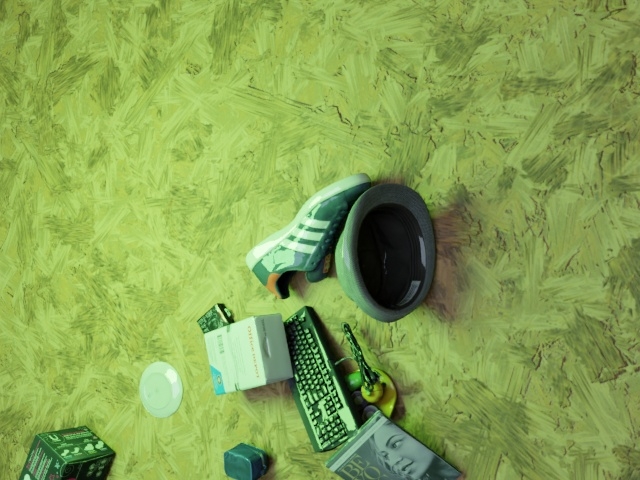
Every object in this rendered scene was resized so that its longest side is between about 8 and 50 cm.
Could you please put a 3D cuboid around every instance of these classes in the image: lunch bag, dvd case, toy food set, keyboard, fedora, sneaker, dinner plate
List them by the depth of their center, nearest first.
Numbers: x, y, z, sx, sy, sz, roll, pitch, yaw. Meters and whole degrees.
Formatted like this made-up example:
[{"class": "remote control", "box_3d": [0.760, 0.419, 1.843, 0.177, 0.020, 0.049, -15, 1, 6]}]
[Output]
[{"class": "dvd case", "box_3d": [0.145, 0.456, 1.289, 0.221, 0.018, 0.164, 39, 106, -11]}, {"class": "fedora", "box_3d": [0.115, 0.027, 1.320, 0.124, 0.243, 0.276, -6, 92, 55]}, {"class": "keyboard", "box_3d": [0.014, 0.272, 1.375, 0.201, 0.033, 0.317, -36, 54, 12]}, {"class": "toy food set", "box_3d": [0.055, 0.355, 1.379, 0.217, 0.071, 0.128, -28, 74, 22]}, {"class": "sneaker", "box_3d": [0.000, 0.000, 1.415, 0.350, 0.131, 0.148, -41, 77, 24]}, {"class": "lunch bag", "box_3d": [-0.167, 0.509, 1.480, 0.098, 0.065, 0.067, 9, 104, 33]}, {"class": "dinner plate", "box_3d": [-0.411, 0.381, 1.642, 0.141, 0.017, 0.141, -2, 85, 28]}]

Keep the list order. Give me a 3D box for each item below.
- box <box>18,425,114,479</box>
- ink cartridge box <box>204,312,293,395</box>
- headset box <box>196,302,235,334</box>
[{"class": "box", "box_3d": [-0.675, 0.630, 1.671, 0.142, 0.163, 0.247, 27, 98, 29]}, {"class": "ink cartridge box", "box_3d": [-0.164, 0.258, 1.454, 0.203, 0.085, 0.148, -23, 75, 44]}, {"class": "headset box", "box_3d": [-0.252, 0.196, 1.567, 0.083, 0.032, 0.062, -42, 70, 17]}]
